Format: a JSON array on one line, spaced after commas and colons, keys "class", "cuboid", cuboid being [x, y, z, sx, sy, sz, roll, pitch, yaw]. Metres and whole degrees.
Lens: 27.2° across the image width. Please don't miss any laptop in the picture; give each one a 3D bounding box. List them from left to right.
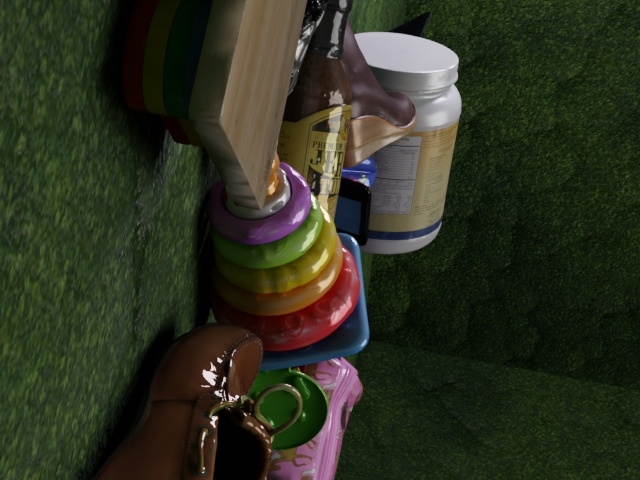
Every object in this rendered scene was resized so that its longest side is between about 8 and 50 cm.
[{"class": "laptop", "cuboid": [0.109, -0.282, 2.434, 0.234, 0.137, 0.264, -65, 165, -67]}]

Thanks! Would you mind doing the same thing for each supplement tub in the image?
[{"class": "supplement tub", "cuboid": [0.107, -0.161, 2.162, 0.228, 0.228, 0.316, -69, 167, -63]}]

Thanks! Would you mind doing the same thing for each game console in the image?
[{"class": "game console", "cuboid": [-0.003, -0.021, 1.778, 0.144, 0.124, 0.085, 91, 19, -58]}]

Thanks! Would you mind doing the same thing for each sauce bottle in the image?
[{"class": "sauce bottle", "cuboid": [-0.023, -0.125, 1.535, 0.111, 0.111, 0.344, -49, 149, -79]}]

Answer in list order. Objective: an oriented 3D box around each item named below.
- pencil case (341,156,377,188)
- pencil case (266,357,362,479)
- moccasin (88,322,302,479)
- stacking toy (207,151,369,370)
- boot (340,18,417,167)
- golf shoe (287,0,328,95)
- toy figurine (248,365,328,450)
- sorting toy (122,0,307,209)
[{"class": "pencil case", "cuboid": [0.000, 0.000, 1.928, 0.133, 0.119, 0.306, 64, 37, -72]}, {"class": "pencil case", "cuboid": [-0.042, 0.322, 1.859, 0.386, 0.167, 0.160, -77, 170, -50]}, {"class": "moccasin", "cuboid": [-0.098, 0.181, 1.128, 0.380, 0.147, 0.139, -62, 162, -72]}, {"class": "stacking toy", "cuboid": [-0.053, -0.016, 1.341, 0.301, 0.166, 0.175, 77, 6, -48]}, {"class": "boot", "cuboid": [0.060, -0.236, 1.884, 0.248, 0.090, 0.206, -44, 124, -57]}, {"class": "golf shoe", "cuboid": [-0.049, -0.204, 1.380, 0.094, 0.077, 0.198, 111, 2, -54]}, {"class": "toy figurine", "cuboid": [-0.065, 0.172, 1.808, 0.159, 0.130, 0.173, -98, 168, -62]}, {"class": "sorting toy", "cuboid": [-0.075, -0.181, 1.013, 0.255, 0.089, 0.257, 74, 27, -77]}]
